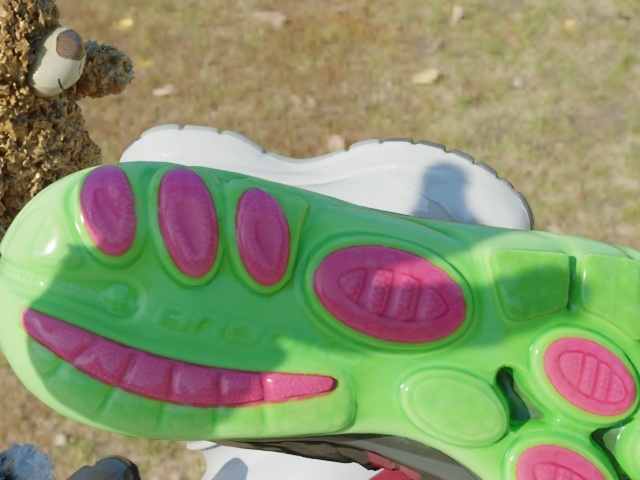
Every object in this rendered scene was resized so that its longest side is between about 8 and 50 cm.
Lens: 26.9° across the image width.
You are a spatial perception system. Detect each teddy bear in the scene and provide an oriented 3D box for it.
[{"bbox_3d":[-0.243,-0.075,1.139,0.113,0.338,0.245,26,29,26],"label":"teddy bear"}]

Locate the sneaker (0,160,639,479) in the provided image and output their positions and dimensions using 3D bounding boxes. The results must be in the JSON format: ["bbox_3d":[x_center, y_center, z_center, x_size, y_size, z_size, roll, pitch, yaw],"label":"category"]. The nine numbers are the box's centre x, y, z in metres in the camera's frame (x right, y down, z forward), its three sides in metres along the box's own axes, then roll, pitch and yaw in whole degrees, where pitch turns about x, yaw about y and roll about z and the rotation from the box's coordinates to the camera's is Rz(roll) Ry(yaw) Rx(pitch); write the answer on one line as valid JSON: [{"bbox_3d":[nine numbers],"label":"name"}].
[{"bbox_3d":[0.059,0.062,0.763,0.482,0.185,0.202,21,1,-13],"label":"sneaker"}]

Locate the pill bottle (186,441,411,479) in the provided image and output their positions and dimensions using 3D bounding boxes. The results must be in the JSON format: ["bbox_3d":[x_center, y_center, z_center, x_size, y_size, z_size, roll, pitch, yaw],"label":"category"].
[{"bbox_3d":[0.035,0.266,1.147,0.229,0.408,0.229,-29,4,2],"label":"pill bottle"}]

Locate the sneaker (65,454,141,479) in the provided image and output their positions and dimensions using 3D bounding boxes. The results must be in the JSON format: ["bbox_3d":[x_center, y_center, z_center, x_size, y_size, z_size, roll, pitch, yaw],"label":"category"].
[{"bbox_3d":[-0.201,0.249,0.897,0.267,0.101,0.106,-33,77,-37],"label":"sneaker"}]

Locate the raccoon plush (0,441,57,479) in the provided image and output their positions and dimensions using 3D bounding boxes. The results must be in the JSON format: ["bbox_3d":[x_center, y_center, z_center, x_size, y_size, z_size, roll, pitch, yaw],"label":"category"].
[{"bbox_3d":[-0.358,0.255,0.960,0.446,0.216,0.299,-4,41,-30],"label":"raccoon plush"}]

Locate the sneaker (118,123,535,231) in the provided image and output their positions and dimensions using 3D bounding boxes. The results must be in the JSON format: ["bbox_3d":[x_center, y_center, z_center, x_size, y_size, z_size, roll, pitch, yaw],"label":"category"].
[{"bbox_3d":[0.000,0.000,0.938,0.297,0.111,0.129,2,65,9],"label":"sneaker"}]
